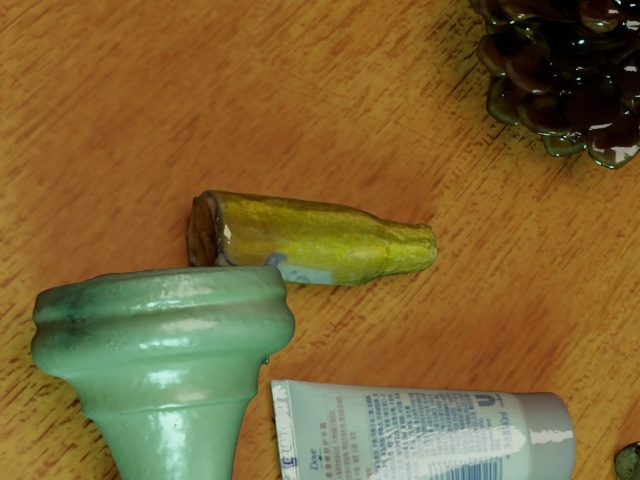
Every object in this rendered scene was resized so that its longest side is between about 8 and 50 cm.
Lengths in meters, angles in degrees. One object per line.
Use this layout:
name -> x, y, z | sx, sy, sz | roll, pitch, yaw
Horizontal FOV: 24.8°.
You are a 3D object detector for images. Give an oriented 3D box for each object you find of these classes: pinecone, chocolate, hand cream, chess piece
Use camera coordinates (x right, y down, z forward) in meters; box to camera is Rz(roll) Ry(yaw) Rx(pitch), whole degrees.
pinecone -> 0.247, -0.210, 1.324 | 0.264, 0.264, 0.264 | 9, 68, -23
chocolate -> 0.000, 0.000, 1.223 | 0.219, 0.086, 0.085 | 1, 72, -27
hand cream -> 0.084, 0.177, 1.207 | 0.248, 0.083, 0.133 | 0, 71, -14
chess piece -> -0.104, 0.175, 1.061 | 0.195, 0.194, 0.299 | -3, 82, -26

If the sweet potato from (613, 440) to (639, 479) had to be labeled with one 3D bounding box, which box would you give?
sweet potato -> 0.401, 0.245, 1.331 | 0.286, 0.085, 0.112 | 11, 33, -10
